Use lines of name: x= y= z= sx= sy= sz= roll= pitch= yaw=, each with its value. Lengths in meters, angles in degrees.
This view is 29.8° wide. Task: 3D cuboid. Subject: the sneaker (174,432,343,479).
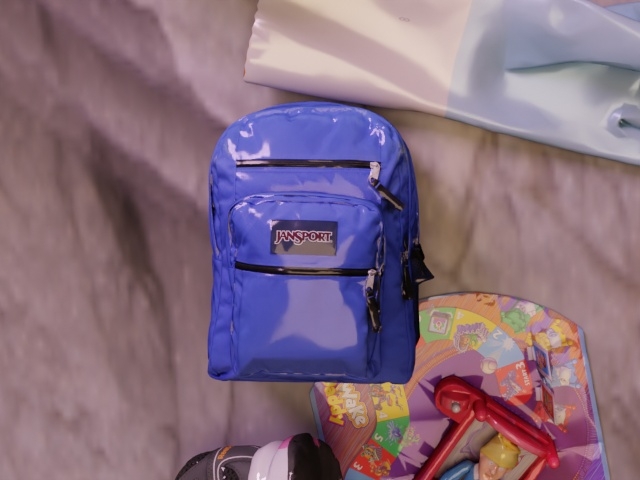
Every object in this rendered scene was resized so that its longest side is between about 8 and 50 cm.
sneaker: x=-0.024 y=0.173 z=0.571 sx=0.077 sy=0.072 sz=0.178 roll=-1 pitch=101 yaw=26

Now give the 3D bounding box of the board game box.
board game box: x=0.069 y=0.110 z=0.563 sx=0.133 sy=0.033 sz=0.168 roll=-11 pitch=98 yaw=5

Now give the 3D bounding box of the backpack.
backpack: x=0.000 y=0.000 z=0.515 sx=0.098 sy=0.101 sz=0.120 roll=1 pitch=92 yaw=-1

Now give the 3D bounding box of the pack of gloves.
pack of gloves: x=0.098 y=-0.137 z=0.507 sx=0.232 sy=0.046 sz=0.195 roll=12 pitch=102 yaw=-3
